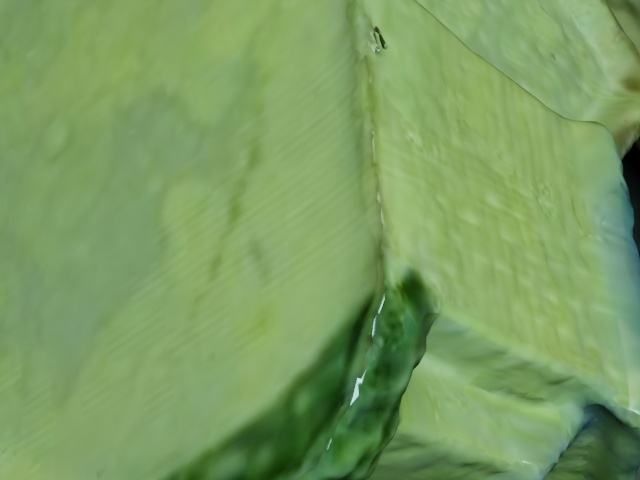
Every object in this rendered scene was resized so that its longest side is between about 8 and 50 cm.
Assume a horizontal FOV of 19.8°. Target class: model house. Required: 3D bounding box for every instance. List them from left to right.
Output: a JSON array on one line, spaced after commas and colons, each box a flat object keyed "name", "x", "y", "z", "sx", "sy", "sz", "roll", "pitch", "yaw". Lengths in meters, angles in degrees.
[{"name": "model house", "x": 0.000, "y": 0.000, "z": 0.768, "sx": 0.266, "sy": 0.261, "sz": 0.321, "roll": 22, "pitch": 51, "yaw": -43}]

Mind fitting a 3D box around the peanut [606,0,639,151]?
[{"name": "peanut", "x": 0.214, "y": -0.079, "z": 0.893, "sx": 0.159, "sy": 0.143, "sz": 0.291, "roll": 11, "pitch": 39, "yaw": -41}]
